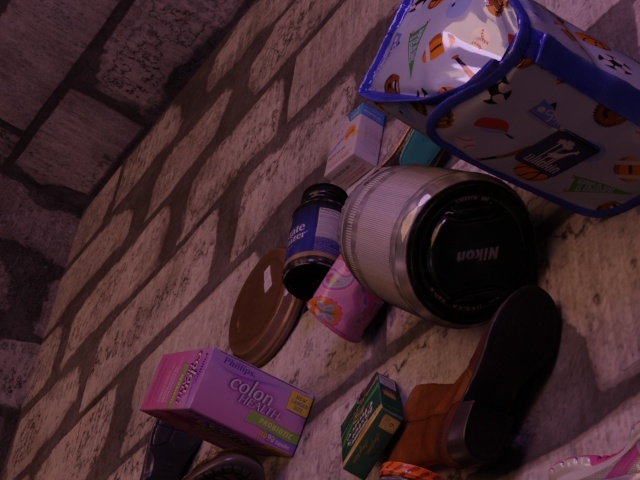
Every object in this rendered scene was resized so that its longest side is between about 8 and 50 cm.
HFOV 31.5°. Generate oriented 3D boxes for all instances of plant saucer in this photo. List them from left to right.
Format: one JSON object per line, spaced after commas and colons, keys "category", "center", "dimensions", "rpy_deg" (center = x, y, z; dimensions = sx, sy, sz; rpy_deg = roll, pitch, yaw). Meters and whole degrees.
{"category": "plant saucer", "center": [-0.113, 0.130, 2.319], "dimensions": [0.278, 0.041, 0.278], "rpy_deg": [-48, 27, 34]}

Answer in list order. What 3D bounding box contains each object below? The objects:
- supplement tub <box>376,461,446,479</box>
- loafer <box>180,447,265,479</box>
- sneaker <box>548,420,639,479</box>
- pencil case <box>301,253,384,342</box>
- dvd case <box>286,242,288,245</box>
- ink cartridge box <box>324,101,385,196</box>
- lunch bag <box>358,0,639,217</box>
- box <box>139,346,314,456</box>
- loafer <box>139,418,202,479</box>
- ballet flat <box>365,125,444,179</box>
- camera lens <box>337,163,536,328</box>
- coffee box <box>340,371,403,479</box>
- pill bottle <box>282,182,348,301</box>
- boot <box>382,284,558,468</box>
{"category": "supplement tub", "center": [0.097, 0.391, 1.464], "dimensions": [0.117, 0.117, 0.190], "rpy_deg": [-22, 43, 57]}
{"category": "loafer", "center": [-0.220, 0.469, 2.031], "dimensions": [0.366, 0.134, 0.130], "rpy_deg": [-46, 15, 33]}
{"category": "sneaker", "center": [0.334, 0.260, 1.151], "dimensions": [0.252, 0.103, 0.111], "rpy_deg": [-45, 30, 48]}
{"category": "pencil case", "center": [0.090, 0.034, 1.911], "dimensions": [0.284, 0.124, 0.124], "rpy_deg": [-58, 22, 10]}
{"category": "dvd case", "center": [-0.042, 0.003, 2.372], "dimensions": [0.119, 0.013, 0.087], "rpy_deg": [-57, 22, 14]}
{"category": "ink cartridge box", "center": [0.067, -0.177, 2.289], "dimensions": [0.104, 0.061, 0.181], "rpy_deg": [-38, 32, 45]}
{"category": "lunch bag", "center": [0.278, -0.189, 1.495], "dimensions": [0.239, 0.328, 0.385], "rpy_deg": [-66, 24, 0]}
{"category": "box", "center": [-0.171, 0.293, 2.033], "dimensions": [0.243, 0.213, 0.117], "rpy_deg": [-17, 48, 59]}
{"category": "loafer", "center": [-0.319, 0.440, 2.329], "dimensions": [0.095, 0.109, 0.302], "rpy_deg": [-23, 46, 63]}
{"category": "ballet flat", "center": [0.146, -0.114, 2.025], "dimensions": [0.316, 0.107, 0.106], "rpy_deg": [-52, 3, 9]}
{"category": "camera lens", "center": [0.164, 0.002, 1.653], "dimensions": [0.219, 0.219, 0.274], "rpy_deg": [-62, 22, -3]}
{"category": "coffee box", "center": [0.074, 0.272, 1.692], "dimensions": [0.113, 0.040, 0.184], "rpy_deg": [-58, 5, 10]}
{"category": "pill bottle", "center": [0.000, 0.000, 2.139], "dimensions": [0.123, 0.123, 0.219], "rpy_deg": [-41, 29, 39]}
{"category": "boot", "center": [0.202, 0.201, 1.560], "dimensions": [0.264, 0.096, 0.280], "rpy_deg": [-71, 12, -20]}
